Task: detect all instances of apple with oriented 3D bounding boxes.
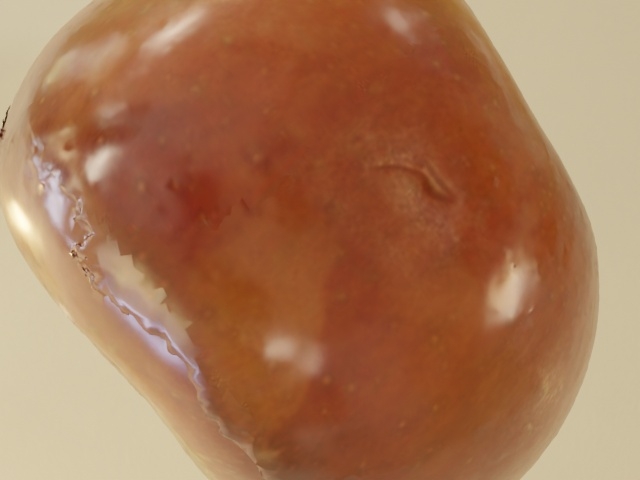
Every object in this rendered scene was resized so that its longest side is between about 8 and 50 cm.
[{"bbox_3d":[0.000,0.000,0.539,0.206,0.272,0.251,-38,-151,-8],"label":"apple"}]
